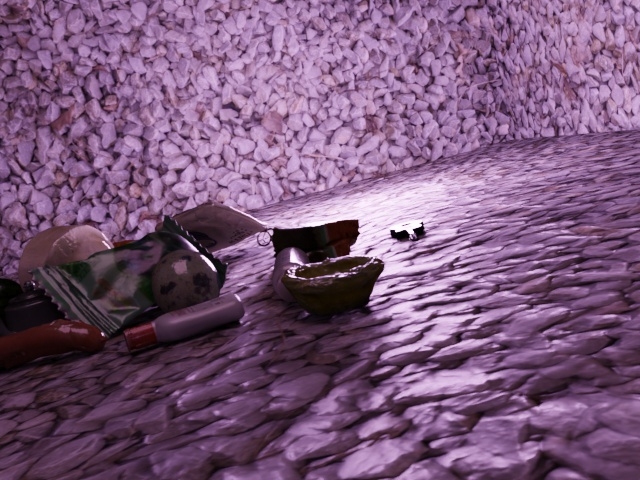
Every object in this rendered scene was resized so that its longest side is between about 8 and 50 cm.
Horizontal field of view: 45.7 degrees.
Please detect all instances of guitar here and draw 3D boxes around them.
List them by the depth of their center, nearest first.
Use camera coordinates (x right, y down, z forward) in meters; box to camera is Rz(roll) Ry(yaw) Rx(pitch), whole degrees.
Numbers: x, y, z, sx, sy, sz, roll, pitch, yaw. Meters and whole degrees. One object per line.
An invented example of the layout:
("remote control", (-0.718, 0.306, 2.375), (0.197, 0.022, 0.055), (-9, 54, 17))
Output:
("guitar", (0.221, -0.018, 1.866), (0.088, 0.025, 0.233), (-14, 9, 2))

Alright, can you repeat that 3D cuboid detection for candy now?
("candy", (-0.433, 0.086, 1.731), (0.262, 0.172, 0.398), (28, 29, 29))

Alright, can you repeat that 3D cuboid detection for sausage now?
("sausage", (-0.568, 0.209, 1.512), (0.304, 0.078, 0.078), (-12, 8, 15))

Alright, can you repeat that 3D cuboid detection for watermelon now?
("watermelon", (-0.850, 0.166, 2.050), (0.140, 0.141, 0.187), (-9, 4, 33))

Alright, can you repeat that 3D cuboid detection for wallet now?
("wallet", (-0.342, -0.026, 2.337), (0.335, 0.068, 0.275), (-19, -32, 29))

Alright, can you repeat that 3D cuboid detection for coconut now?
("coconut", (-0.680, 0.076, 2.040), (0.265, 0.237, 0.237), (-9, 10, 42))

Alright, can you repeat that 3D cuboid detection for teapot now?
("teapot", (-0.618, 0.158, 1.681), (0.162, 0.149, 0.239), (-9, 10, 39))

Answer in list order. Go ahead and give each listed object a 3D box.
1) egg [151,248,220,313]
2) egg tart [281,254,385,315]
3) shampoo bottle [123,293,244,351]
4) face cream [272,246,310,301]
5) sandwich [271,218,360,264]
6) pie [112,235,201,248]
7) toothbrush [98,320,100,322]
("egg", (-0.275, 0.095, 1.560), (0.141, 0.141, 0.182), (-16, 28, -13))
("egg tart", (0.026, 0.076, 1.354), (0.197, 0.078, 0.197), (-10, 13, 2))
("shampoo bottle", (-0.256, 0.154, 1.424), (0.220, 0.051, 0.108), (-18, 10, -19))
("face cream", (-0.059, 0.071, 1.551), (0.082, 0.082, 0.269), (-14, 8, 1))
("sandwich", (-0.007, 0.004, 1.816), (0.212, 0.109, 0.292), (-16, 8, -5))
("pie", (-0.473, 0.061, 2.182), (0.308, 0.086, 0.308), (-3, 23, 1))
("toothbrush", (-0.588, 0.198, 1.798), (0.294, 0.028, 0.026), (-16, 5, 27))
